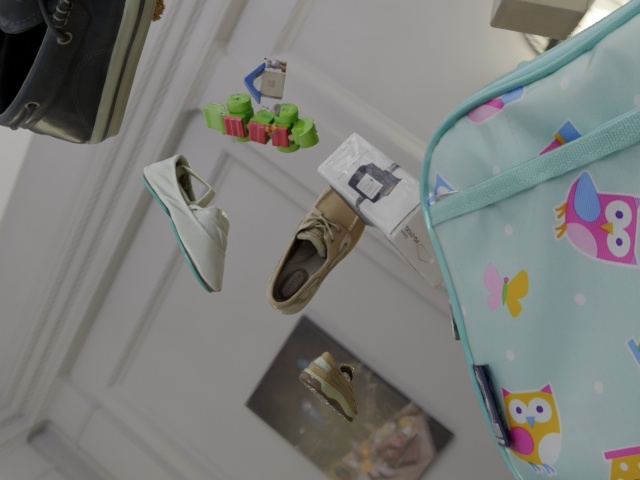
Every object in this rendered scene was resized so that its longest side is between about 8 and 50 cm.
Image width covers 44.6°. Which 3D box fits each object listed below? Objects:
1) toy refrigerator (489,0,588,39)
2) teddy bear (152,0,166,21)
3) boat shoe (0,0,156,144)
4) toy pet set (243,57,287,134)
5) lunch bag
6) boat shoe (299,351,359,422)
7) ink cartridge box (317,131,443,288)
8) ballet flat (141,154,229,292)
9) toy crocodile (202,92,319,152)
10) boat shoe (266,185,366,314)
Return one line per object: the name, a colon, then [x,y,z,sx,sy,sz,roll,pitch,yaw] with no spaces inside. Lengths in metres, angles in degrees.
toy refrigerator: [0.289,-0.399,0.977,0.094,0.102,0.270,86,-166,-81]
teddy bear: [-0.377,-0.491,1.402,0.113,0.245,0.338,-37,-18,-10]
boat shoe: [-0.254,-0.268,0.754,0.156,0.187,0.500,-5,-28,-26]
toy pet set: [-0.094,-0.242,1.279,0.114,0.065,0.122,-147,65,-85]
lunch bag: [0.165,-0.002,0.336,0.107,0.224,0.279,-12,-9,-36]
boat shoe: [0.032,0.233,1.249,0.072,0.068,0.190,-53,-30,-14]
ink cartridge box: [0.123,-0.052,1.295,0.100,0.237,0.172,-45,-47,1]
ballet flat: [-0.283,-0.060,1.750,0.139,0.400,0.139,-21,-38,-18]
toy crocodile: [-0.156,-0.293,1.996,0.105,0.340,0.115,-54,-29,-44]
boat shoe: [0.000,0.000,1.433,0.302,0.109,0.098,-56,-8,-7]
